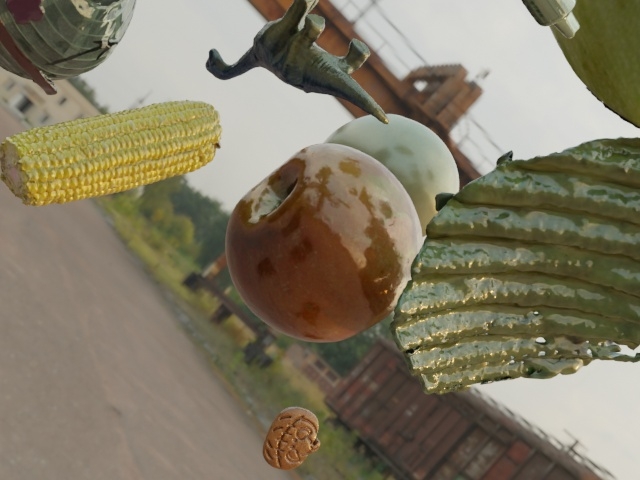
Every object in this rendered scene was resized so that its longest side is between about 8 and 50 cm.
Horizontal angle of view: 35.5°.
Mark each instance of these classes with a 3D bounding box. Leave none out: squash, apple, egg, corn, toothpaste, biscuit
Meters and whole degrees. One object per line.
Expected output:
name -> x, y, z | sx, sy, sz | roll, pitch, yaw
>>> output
squash -> 0.349, -0.224, 1.062 | 0.237, 0.204, 0.155 | -13, -62, 30
apple -> 0.000, 0.000, 1.278 | 0.253, 0.253, 0.253 | 43, -6, 6
egg -> 0.104, -0.101, 1.657 | 0.269, 0.219, 0.219 | 1, -35, 40
corn -> -0.204, -0.090, 1.008 | 0.081, 0.248, 0.081 | 19, -62, 41
toothpaste -> 0.160, -0.256, 0.862 | 0.218, 0.041, 0.064 | 43, -3, -27
biscuit -> -0.037, 0.274, 1.375 | 0.078, 0.091, 0.015 | 19, 7, -18

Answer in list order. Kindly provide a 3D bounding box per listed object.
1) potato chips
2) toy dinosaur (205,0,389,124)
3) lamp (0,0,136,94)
potato chips -> 0.272, 0.061, 1.180 | 0.097, 0.389, 0.373 | -98, 172, -51
toy dinosaur -> -0.033, -0.175, 1.091 | 0.075, 0.188, 0.247 | -8, 56, -45
lamp -> -0.345, -0.324, 1.236 | 0.233, 0.233, 0.265 | 33, -32, 60
